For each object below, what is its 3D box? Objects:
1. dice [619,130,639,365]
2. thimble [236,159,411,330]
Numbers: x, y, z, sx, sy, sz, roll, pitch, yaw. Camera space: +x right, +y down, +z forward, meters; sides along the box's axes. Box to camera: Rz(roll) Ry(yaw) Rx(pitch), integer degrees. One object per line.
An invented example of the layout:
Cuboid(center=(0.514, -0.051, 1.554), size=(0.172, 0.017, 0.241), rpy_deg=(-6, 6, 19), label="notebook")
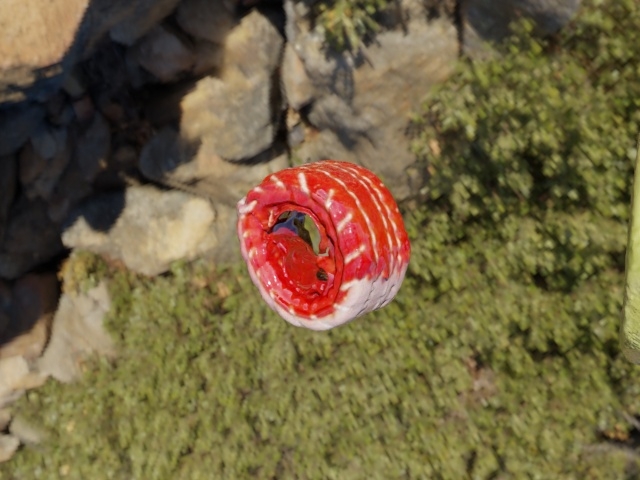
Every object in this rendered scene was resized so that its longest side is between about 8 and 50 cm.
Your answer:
Cuboid(center=(0.373, -0.003, 0.954), size=(0.233, 0.238, 0.227), rpy_deg=(5, 167, 17), label="dice")
Cuboid(center=(0.006, 0.003, 1.311), size=(0.163, 0.190, 0.125), rpy_deg=(-39, 170, 33), label="thimble")
